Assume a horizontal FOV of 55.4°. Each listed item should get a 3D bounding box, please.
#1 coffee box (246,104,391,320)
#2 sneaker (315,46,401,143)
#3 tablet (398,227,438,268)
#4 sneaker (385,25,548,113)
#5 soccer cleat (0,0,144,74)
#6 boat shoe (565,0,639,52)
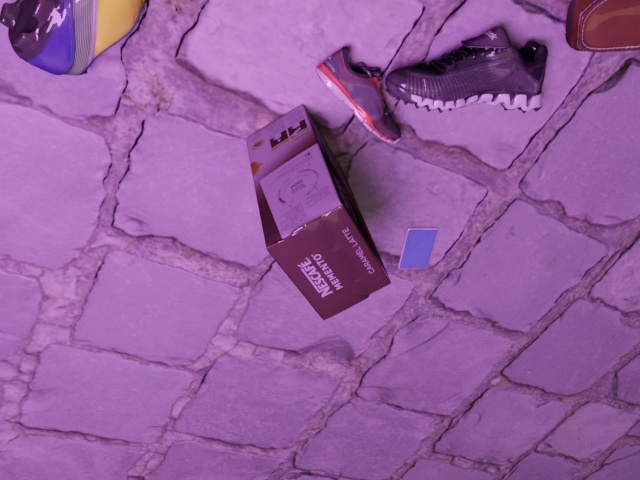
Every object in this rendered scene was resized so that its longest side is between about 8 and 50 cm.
[{"bbox_3d":[-0.010,-0.044,0.771,0.098,0.247,0.141,-29,127,9],"label":"coffee box"},{"bbox_3d":[0.066,-0.189,0.800,0.065,0.061,0.158,-44,124,13],"label":"sneaker"},{"bbox_3d":[0.161,0.013,1.008,0.054,0.006,0.083,-1,126,-12],"label":"tablet"},{"bbox_3d":[0.196,-0.227,0.793,0.234,0.078,0.106,-2,124,-16],"label":"sneaker"},{"bbox_3d":[-0.217,-0.292,0.646,0.289,0.094,0.121,-41,159,19],"label":"soccer cleat"},{"bbox_3d":[0.480,-0.308,0.765,0.323,0.120,0.123,-16,128,-1],"label":"boat shoe"}]
